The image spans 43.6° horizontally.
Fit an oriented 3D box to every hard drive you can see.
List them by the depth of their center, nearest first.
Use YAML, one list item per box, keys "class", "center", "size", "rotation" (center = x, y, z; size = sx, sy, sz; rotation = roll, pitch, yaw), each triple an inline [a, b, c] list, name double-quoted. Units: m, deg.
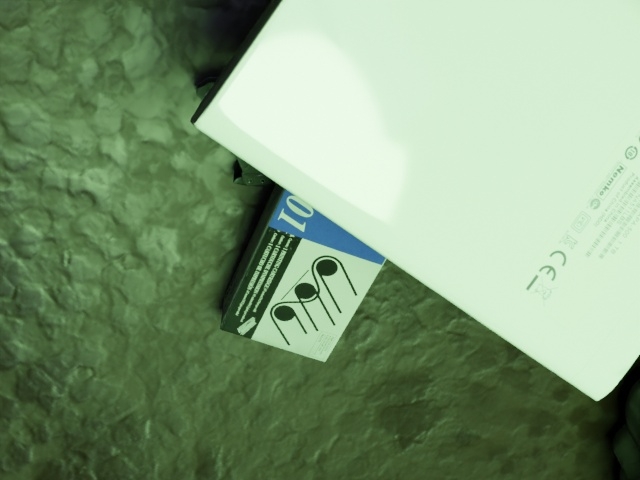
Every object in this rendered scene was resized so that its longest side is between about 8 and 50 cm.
- class: "hard drive"
  center: [0.115, -0.065, 0.477]
  size: [0.319, 0.040, 0.210]
  rotation: [34, 95, -20]

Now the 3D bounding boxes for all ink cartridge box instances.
- class: "ink cartridge box"
  center: [0.000, 0.000, 0.627]
  size: [0.097, 0.046, 0.207]
  rotation: [19, 123, -13]

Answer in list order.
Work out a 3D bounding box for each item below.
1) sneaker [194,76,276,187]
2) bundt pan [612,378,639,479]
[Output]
- class: "sneaker"
  center: [-0.031, -0.061, 0.649]
  size: [0.089, 0.051, 0.170]
  rotation: [-19, 113, 2]
- class: "bundt pan"
  center: [0.439, 0.199, 0.786]
  size: [0.331, 0.124, 0.330]
  rotation: [-2, 109, -6]
